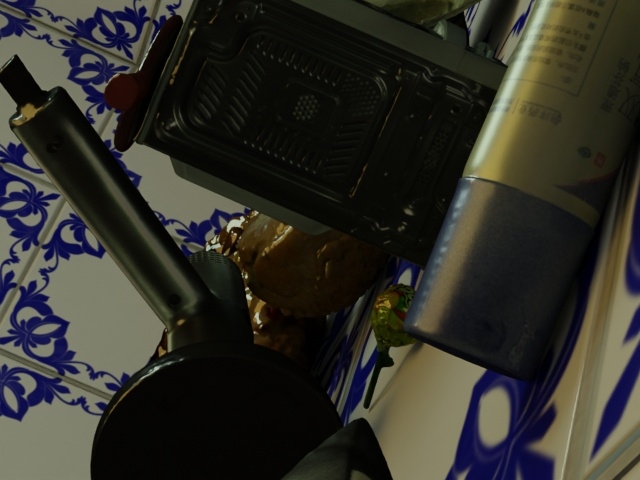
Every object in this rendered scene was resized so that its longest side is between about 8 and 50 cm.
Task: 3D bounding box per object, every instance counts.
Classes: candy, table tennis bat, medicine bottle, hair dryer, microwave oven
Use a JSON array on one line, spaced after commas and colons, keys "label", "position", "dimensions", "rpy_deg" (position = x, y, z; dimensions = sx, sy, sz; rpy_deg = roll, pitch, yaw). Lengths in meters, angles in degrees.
[{"label": "candy", "position": [0.040, 0.072, 0.892], "dimensions": [0.035, 0.035, 0.123], "rpy_deg": [-57, -12, -40]}, {"label": "table tennis bat", "position": [-0.114, -0.099, 0.921], "dimensions": [0.155, 0.019, 0.098], "rpy_deg": [-75, 10, -81]}, {"label": "medicine bottle", "position": [0.102, -0.059, 0.581], "dimensions": [0.059, 0.059, 0.231], "rpy_deg": [154, 139, -83]}, {"label": "hair dryer", "position": [-0.137, 0.041, 0.973], "dimensions": [0.156, 0.284, 0.320], "rpy_deg": [-48, 27, 11]}, {"label": "microwave oven", "position": [0.004, -0.090, 0.948], "dimensions": [0.122, 0.208, 0.162], "rpy_deg": [-87, 21, -79]}]

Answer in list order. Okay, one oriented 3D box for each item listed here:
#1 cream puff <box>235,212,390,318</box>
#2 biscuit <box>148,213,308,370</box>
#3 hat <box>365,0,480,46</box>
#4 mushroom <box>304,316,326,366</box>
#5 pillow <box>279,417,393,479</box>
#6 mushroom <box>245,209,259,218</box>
[{"label": "cream puff", "position": [0.001, 0.004, 1.168], "dimensions": [0.126, 0.103, 0.144], "rpy_deg": [-51, 16, -25]}, {"label": "biscuit", "position": [-0.099, 0.131, 1.305], "dimensions": [0.289, 0.081, 0.334], "rpy_deg": [-54, 28, 39]}, {"label": "hat", "position": [0.061, -0.161, 1.182], "dimensions": [0.252, 0.252, 0.110], "rpy_deg": [-74, -33, -59]}, {"label": "mushroom", "position": [-0.044, 0.089, 1.388], "dimensions": [0.127, 0.087, 0.127], "rpy_deg": [-158, 90, -87]}, {"label": "pillow", "position": [-0.014, 0.171, 0.468], "dimensions": [0.250, 0.106, 0.186], "rpy_deg": [-88, 15, -83]}, {"label": "mushroom", "position": [-0.051, -0.004, 1.893], "dimensions": [0.126, 0.109, 0.085], "rpy_deg": [-50, 1, 4]}]
